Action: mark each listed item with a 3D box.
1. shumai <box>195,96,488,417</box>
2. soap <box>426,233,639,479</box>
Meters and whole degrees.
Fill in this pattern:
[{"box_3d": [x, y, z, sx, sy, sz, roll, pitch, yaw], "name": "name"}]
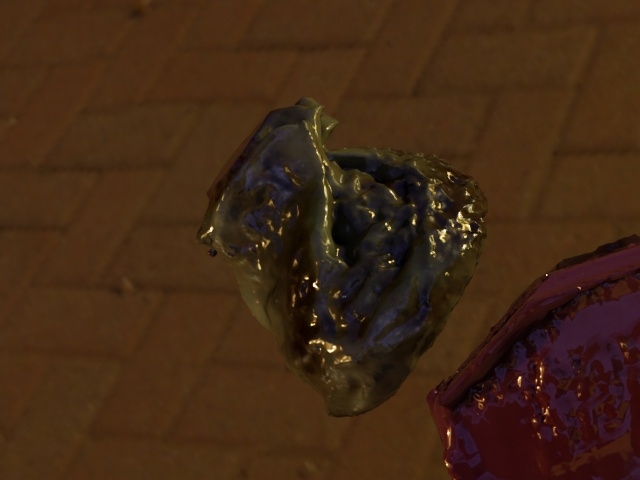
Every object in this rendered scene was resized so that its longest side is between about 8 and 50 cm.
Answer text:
[{"box_3d": [0.001, -0.001, 0.616, 0.099, 0.087, 0.124, -54, 16, 8], "name": "shumai"}, {"box_3d": [0.217, 0.090, 1.109, 0.289, 0.182, 0.112, -19, 6, 19], "name": "soap"}]
